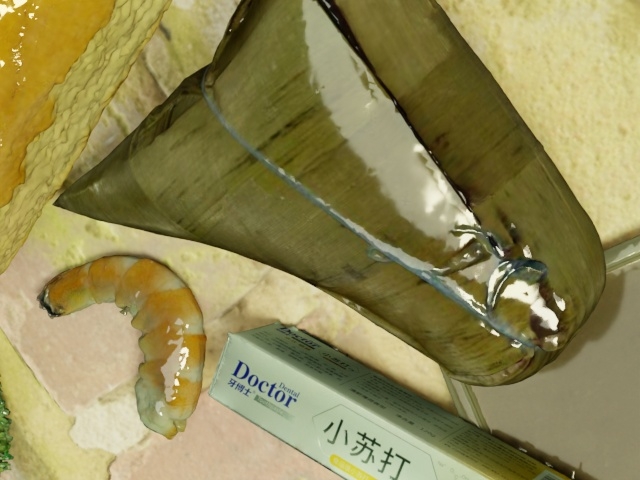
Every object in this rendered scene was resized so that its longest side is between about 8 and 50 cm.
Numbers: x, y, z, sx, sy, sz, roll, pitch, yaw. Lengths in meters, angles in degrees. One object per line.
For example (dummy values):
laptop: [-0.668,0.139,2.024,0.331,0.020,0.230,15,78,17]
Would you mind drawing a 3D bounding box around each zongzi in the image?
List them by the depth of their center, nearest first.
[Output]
zongzi: [0.000,0.000,0.926,0.393,0.174,0.356,-37,89,32]

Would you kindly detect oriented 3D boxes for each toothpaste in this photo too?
toothpaste: [0.060,0.160,0.926,0.313,0.089,0.071,27,108,24]

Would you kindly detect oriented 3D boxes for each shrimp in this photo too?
shrimp: [-0.181,0.093,1.041,0.166,0.049,0.161,5,95,17]

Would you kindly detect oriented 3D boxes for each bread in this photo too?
bread: [-0.278,-0.128,0.942,0.165,0.236,0.375,36,105,11]

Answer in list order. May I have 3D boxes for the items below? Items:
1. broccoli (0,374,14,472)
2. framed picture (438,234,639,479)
broccoli: [-0.388,0.166,1.033,0.220,0.194,0.194,32,104,4]
framed picture: [0.336,0.129,0.883,0.446,0.028,0.326,-24,80,17]
